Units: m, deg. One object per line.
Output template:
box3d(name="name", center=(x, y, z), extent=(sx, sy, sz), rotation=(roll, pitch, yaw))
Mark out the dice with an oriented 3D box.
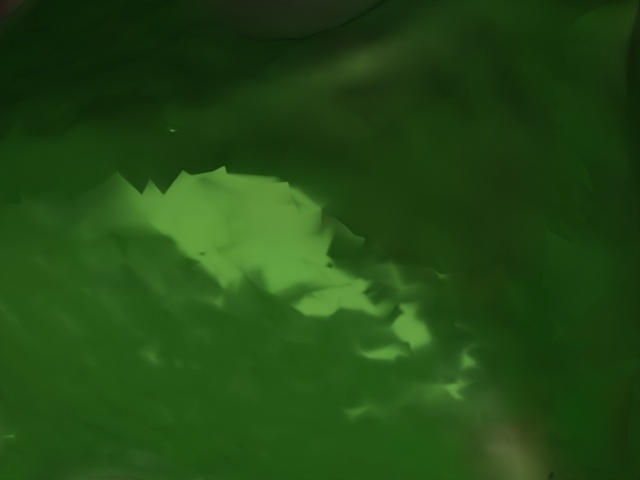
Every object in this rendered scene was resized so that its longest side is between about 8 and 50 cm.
box3d(name="dice", center=(0.000, 0.000, 0.597), extent=(0.330, 0.318, 0.322), rotation=(-1, 130, 22))
